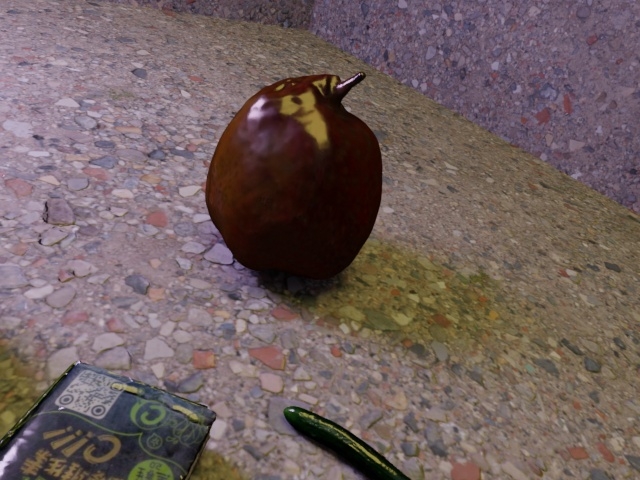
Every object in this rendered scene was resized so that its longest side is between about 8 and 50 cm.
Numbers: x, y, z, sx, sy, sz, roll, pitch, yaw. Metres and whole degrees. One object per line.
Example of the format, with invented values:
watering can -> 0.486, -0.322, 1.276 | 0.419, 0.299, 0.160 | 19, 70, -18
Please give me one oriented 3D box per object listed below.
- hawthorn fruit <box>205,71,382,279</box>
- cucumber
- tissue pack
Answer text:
hawthorn fruit -> -0.046, -0.097, 0.823 | 0.309, 0.324, 0.308 | -6, 42, 6
cucumber -> 0.035, 0.249, 0.589 | 0.184, 0.036, 0.033 | 28, 25, 16
tissue pack -> -0.217, 0.230, 0.445 | 0.174, 0.073, 0.235 | 20, 32, 1
